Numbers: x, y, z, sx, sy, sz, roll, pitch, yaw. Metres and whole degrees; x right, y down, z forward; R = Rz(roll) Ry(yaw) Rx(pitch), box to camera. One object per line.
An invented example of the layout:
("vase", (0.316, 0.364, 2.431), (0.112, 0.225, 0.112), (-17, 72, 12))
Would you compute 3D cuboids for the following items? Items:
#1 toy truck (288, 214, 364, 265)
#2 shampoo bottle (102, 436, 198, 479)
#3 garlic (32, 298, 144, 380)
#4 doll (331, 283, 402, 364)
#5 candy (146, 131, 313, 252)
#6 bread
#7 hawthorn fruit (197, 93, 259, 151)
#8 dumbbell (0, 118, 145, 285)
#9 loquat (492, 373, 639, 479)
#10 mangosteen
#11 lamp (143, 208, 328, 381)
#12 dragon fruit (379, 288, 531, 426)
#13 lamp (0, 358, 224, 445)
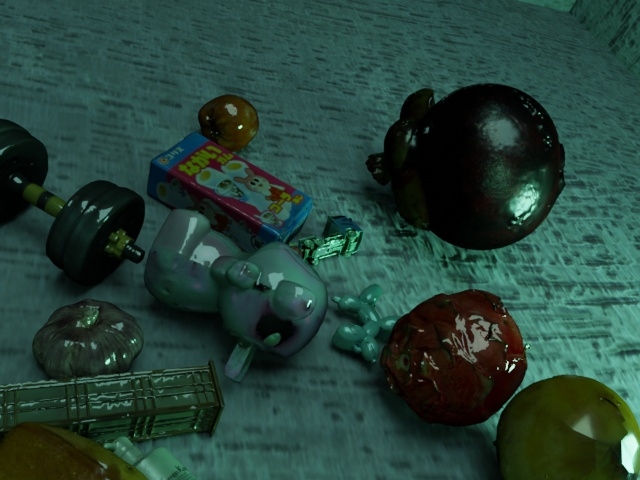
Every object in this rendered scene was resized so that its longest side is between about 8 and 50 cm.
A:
("toy truck", (0.000, 0.000, 1.344), (0.175, 0.067, 0.081), (-15, 48, -32))
("shampoo bottle", (-0.185, 0.358, 0.853), (0.262, 0.085, 0.085), (38, 43, 17))
("garlic", (-0.351, 0.151, 0.980), (0.159, 0.102, 0.147), (-4, 42, -27))
("doll", (0.086, 0.160, 1.213), (0.159, 0.059, 0.159), (-8, 51, -34))
("candy", (-0.186, -0.091, 1.323), (0.306, 0.100, 0.157), (31, 42, 6))
("bread", (-0.283, 0.321, 0.755), (0.270, 0.195, 0.143), (21, 43, 25))
("hawthorn fruit", (-0.204, -0.272, 1.488), (0.133, 0.132, 0.138), (37, 39, 14))
("dumbbell", (-0.466, -0.065, 1.099), (0.388, 0.185, 0.185), (31, 41, 7))
("loquat", (0.398, 0.336, 1.043), (0.235, 0.235, 0.235), (13, 42, -12))
("mangosteen", (0.343, -0.173, 1.480), (0.422, 0.380, 0.381), (17, 31, 39))
("lamp", (-0.143, 0.098, 1.081), (0.301, 0.247, 0.247), (22, 71, 8))
("dragon fruit", (0.231, 0.201, 1.117), (0.241, 0.241, 0.252), (38, 27, 16))
("lamp", (-0.307, 0.241, 0.917), (0.326, 0.090, 0.089), (1, 45, -26))
